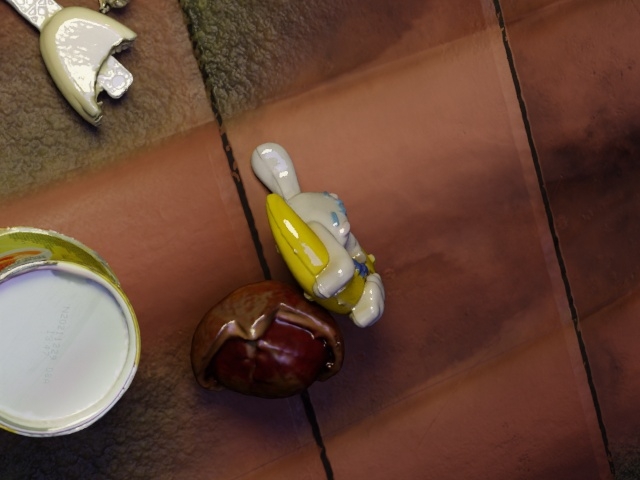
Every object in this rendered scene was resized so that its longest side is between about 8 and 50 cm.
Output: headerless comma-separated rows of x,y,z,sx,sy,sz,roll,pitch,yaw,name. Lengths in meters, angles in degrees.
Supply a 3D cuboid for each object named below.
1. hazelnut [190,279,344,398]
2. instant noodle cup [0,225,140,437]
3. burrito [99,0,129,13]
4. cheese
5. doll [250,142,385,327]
-0.077,0.144,1.280,0.202,0.160,0.170,-28,123,-11,hazelnut
-0.340,0.117,1.140,0.264,0.200,0.264,-2,95,-25,instant noodle cup
-0.278,-0.410,1.210,0.058,0.063,0.229,-6,98,4,burrito
-0.332,-0.267,1.201,0.235,0.050,0.127,42,84,-12,cheese
0.000,0.000,1.287,0.111,0.252,0.237,-39,121,18,doll
